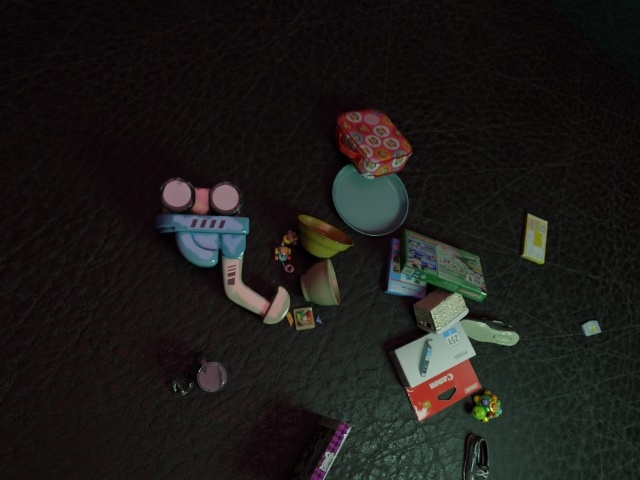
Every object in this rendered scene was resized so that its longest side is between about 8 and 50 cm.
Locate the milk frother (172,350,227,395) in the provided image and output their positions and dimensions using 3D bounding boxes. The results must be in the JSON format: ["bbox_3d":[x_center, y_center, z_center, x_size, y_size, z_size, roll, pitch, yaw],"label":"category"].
[{"bbox_3d":[-0.363,0.418,1.282,0.129,0.135,0.143,41,66,1],"label":"milk frother"}]

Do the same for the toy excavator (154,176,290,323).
[{"bbox_3d":[-0.317,0.045,1.405,0.432,0.222,0.445,3,85,-16],"label":"toy excavator"}]

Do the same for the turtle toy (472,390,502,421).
[{"bbox_3d":[0.596,0.602,1.540,0.130,0.066,0.095,-15,77,-20],"label":"turtle toy"}]

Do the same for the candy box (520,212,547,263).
[{"bbox_3d":[0.927,-0.008,1.859,0.105,0.027,0.206,21,68,-6],"label":"candy box"}]

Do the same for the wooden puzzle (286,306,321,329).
[{"bbox_3d":[-0.058,0.271,1.486,0.116,0.014,0.079,-11,76,-20],"label":"wooden puzzle"}]

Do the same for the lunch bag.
[{"bbox_3d":[0.187,-0.382,1.682,0.258,0.120,0.293,-18,63,-25],"label":"lunch bag"}]

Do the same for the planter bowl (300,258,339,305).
[{"bbox_3d":[-0.006,0.152,1.476,0.109,0.162,0.162,-13,75,7],"label":"planter bowl"}]

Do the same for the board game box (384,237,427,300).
[{"bbox_3d":[0.332,0.110,1.639,0.160,0.039,0.212,14,70,-12],"label":"board game box"}]

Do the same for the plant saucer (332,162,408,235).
[{"bbox_3d":[0.193,-0.164,1.687,0.317,0.044,0.318,5,71,-14],"label":"plant saucer"}]

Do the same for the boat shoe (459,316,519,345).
[{"bbox_3d":[0.636,0.338,1.646,0.233,0.084,0.079,14,31,-4],"label":"boat shoe"}]

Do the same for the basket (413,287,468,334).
[{"bbox_3d":[0.436,0.250,1.568,0.167,0.113,0.103,-28,105,-23],"label":"basket"}]

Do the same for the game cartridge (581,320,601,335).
[{"bbox_3d":[1.139,0.367,1.805,0.083,0.017,0.056,-9,71,-19],"label":"game cartridge"}]

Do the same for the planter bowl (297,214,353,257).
[{"bbox_3d":[0.000,0.000,1.484,0.217,0.217,0.090,25,104,-7],"label":"planter bowl"}]

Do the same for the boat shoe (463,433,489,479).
[{"bbox_3d":[0.539,0.777,1.466,0.075,0.065,0.206,13,69,-12],"label":"boat shoe"}]

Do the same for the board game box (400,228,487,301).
[{"bbox_3d":[0.448,0.087,1.583,0.317,0.046,0.213,20,38,-4],"label":"board game box"}]

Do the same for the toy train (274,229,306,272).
[{"bbox_3d":[-0.089,0.028,1.539,0.125,0.046,0.166,40,66,0],"label":"toy train"}]

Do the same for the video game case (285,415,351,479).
[{"bbox_3d":[-0.012,0.640,1.272,0.042,0.210,0.232,36,67,-2],"label":"video game case"}]

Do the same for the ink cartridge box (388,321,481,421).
[{"bbox_3d":[0.428,0.463,1.538,0.296,0.066,0.261,-19,78,-21],"label":"ink cartridge box"}]
